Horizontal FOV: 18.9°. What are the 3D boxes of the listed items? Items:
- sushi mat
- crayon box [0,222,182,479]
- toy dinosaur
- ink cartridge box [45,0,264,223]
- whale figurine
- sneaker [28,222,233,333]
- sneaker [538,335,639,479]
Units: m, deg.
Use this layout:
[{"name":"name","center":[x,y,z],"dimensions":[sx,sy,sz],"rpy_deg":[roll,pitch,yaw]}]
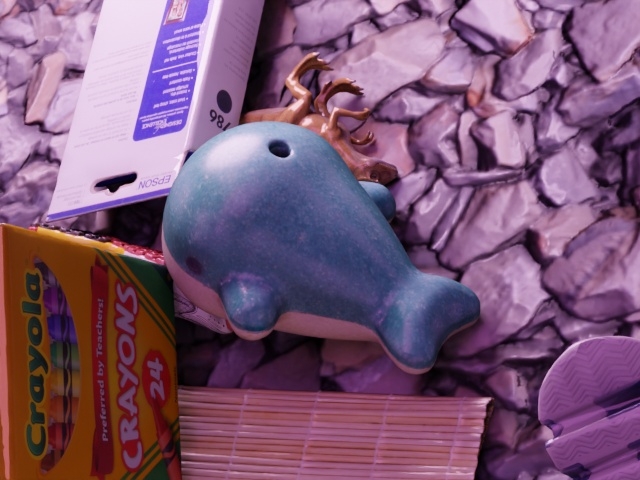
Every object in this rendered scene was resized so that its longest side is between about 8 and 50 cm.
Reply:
[{"name":"sushi mat","center":[-0.020,0.190,1.562],"dimensions":[0.316,0.019,0.151],"rpy_deg":[0,64,26]},{"name":"crayon box","center":[-0.212,0.103,1.467],"dimensions":[0.081,0.318,0.202],"rpy_deg":[-7,80,23]},{"name":"toy dinosaur","center":[-0.023,-0.106,1.704],"dimensions":[0.211,0.064,0.112],"rpy_deg":[18,73,33]},{"name":"ink cartridge box","center":[-0.142,-0.159,1.771],"dimensions":[0.165,0.065,0.333],"rpy_deg":[-9,57,37]},{"name":"whale figurine","center":[0.000,0.000,1.565],"dimensions":[0.272,0.141,0.216],"rpy_deg":[29,44,22]},{"name":"sneaker","center":[-0.164,0.050,1.686],"dimensions":[0.225,0.088,0.093],"rpy_deg":[13,91,31]},{"name":"sneaker","center":[0.261,0.215,1.339],"dimensions":[0.127,0.182,0.315],"rpy_deg":[-21,80,18]}]
